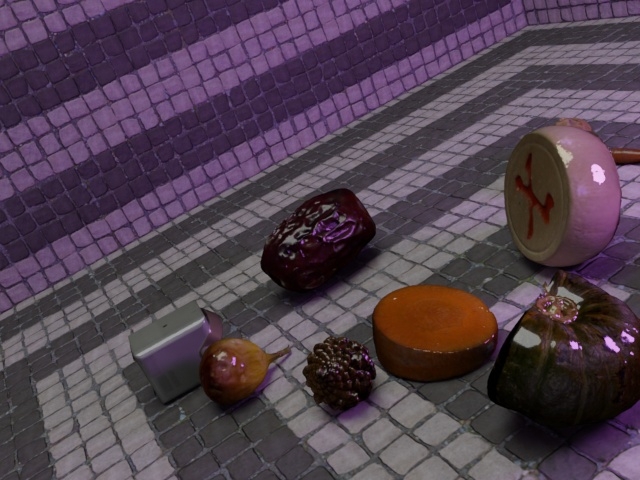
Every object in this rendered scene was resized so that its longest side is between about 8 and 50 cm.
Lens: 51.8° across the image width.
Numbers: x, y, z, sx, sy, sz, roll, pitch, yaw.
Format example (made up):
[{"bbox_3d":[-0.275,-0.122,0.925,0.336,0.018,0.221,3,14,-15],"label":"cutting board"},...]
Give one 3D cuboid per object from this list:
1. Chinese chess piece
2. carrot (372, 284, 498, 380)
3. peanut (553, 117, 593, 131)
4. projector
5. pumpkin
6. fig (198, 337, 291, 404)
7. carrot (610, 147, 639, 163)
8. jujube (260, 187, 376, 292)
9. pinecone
[{"bbox_3d":[0.567,-0.105,1.570,0.141,0.338,0.338,-4,22,-9],"label":"Chinese chess piece"},{"bbox_3d":[0.258,0.208,1.499,0.307,0.100,0.258,16,42,44],"label":"carrot"},{"bbox_3d":[0.743,-0.281,2.004,0.140,0.153,0.325,-8,21,40],"label":"peanut"},{"bbox_3d":[-0.364,0.288,1.753,0.242,0.177,0.163,-30,27,-13],"label":"projector"},{"bbox_3d":[0.457,0.223,1.183,0.232,0.242,0.325,31,47,26],"label":"pumpkin"},{"bbox_3d":[-0.179,0.305,1.637,0.257,0.159,0.159,-15,16,-35],"label":"fig"},{"bbox_3d":[0.934,-0.245,1.902,0.216,0.048,0.048,6,36,40],"label":"carrot"},{"bbox_3d":[0.000,0.000,1.972,0.376,0.258,0.258,-48,32,-22],"label":"jujube"},{"bbox_3d":[0.047,0.287,1.439,0.174,0.173,0.173,-19,24,9],"label":"pinecone"}]
